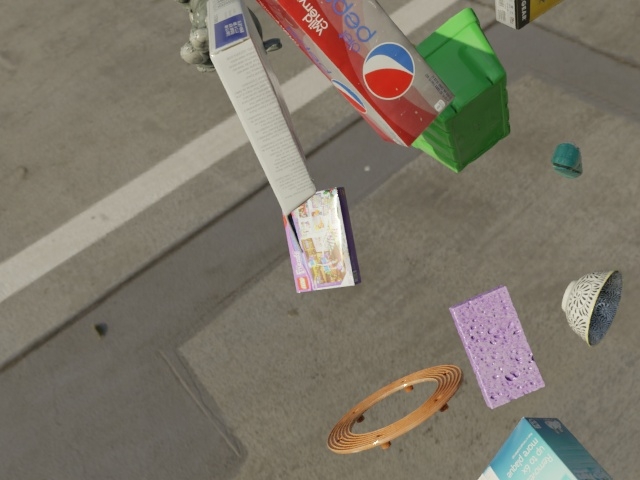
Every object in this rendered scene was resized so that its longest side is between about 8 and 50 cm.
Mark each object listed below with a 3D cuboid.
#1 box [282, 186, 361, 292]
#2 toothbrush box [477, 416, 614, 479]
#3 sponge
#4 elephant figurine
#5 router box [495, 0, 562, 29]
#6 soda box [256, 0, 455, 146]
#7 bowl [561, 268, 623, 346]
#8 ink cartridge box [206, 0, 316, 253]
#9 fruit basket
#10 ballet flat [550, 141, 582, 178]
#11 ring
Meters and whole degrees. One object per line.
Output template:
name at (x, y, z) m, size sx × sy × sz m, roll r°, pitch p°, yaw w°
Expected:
box at (0.000, 0.000, 1.930) m, size 0.200 × 0.057 × 0.294 m, roll -9°, pitch 91°, yaw 28°
toothbrush box at (0.489, 0.546, 1.315) m, size 0.126 × 0.216 × 0.295 m, roll 11°, pitch 27°, yaw -34°
sponge at (0.343, 0.206, 1.250) m, size 0.117 × 0.031 × 0.210 m, roll -21°, pitch 89°, yaw -3°
elephant figurine at (-0.215, -0.460, 1.222) m, size 0.169 × 0.186 × 0.240 m, roll -25°, pitch 74°, yaw 17°
router box at (0.505, -0.679, 1.454) m, size 0.242 × 0.309 × 0.081 m, roll -35°, pitch 48°, yaw -10°
soda box at (0.038, -0.236, 0.772) m, size 0.092 × 0.263 × 0.083 m, roll -46°, pitch 21°, yaw 0°
bowl at (0.562, 0.129, 1.348) m, size 0.080 × 0.170 × 0.170 m, roll 22°, pitch 57°, yaw 39°
ink cartridge box at (-0.081, -0.198, 1.007) m, size 0.071 × 0.330 × 0.324 m, roll -23°, pitch 33°, yaw 3°
fruit basket at (0.249, -0.373, 1.513) m, size 0.283 × 0.392 × 0.392 m, roll -37°, pitch 51°, yaw 4°
ballet flat at (0.688, -0.225, 1.767) m, size 0.083 × 0.247 × 0.087 m, roll 21°, pitch 98°, yaw 23°
ring at (0.166, 0.372, 1.402) m, size 0.336 × 0.336 × 0.032 m, roll -30°, pitch 90°, yaw -14°
